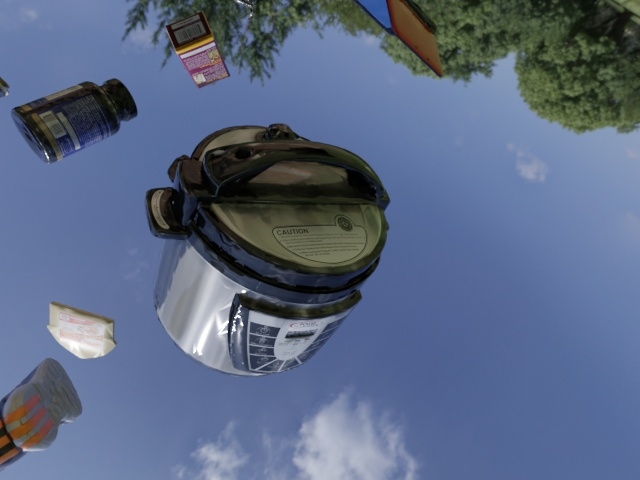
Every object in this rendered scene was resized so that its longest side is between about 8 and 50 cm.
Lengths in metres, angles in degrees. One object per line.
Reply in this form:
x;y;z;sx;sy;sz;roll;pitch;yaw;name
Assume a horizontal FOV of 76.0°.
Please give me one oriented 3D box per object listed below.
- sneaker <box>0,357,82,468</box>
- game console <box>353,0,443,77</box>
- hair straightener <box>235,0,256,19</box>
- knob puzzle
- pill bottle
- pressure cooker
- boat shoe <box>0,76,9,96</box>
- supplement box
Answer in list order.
-0.512;0.294;0.656;0.180;0.321;0.125;-29;-90;-20;sneaker
0.106;-0.303;0.592;0.124;0.085;0.144;21;-174;41;game console
-0.129;-0.486;0.734;0.089;0.047;0.231;30;-133;-64;hair straightener
-0.668;0.261;1.160;0.213;0.213;0.030;24;-149;-10;knob puzzle
-0.520;-0.267;0.887;0.123;0.123;0.219;42;-123;11;pill bottle
-0.093;0.000;0.734;0.375;0.421;0.370;32;-141;0;pressure cooker
-0.704;-0.328;0.873;0.049;0.152;0.056;-47;-57;-22;boat shoe
-0.324;-0.505;1.104;0.104;0.188;0.081;-23;-97;-3;supplement box
